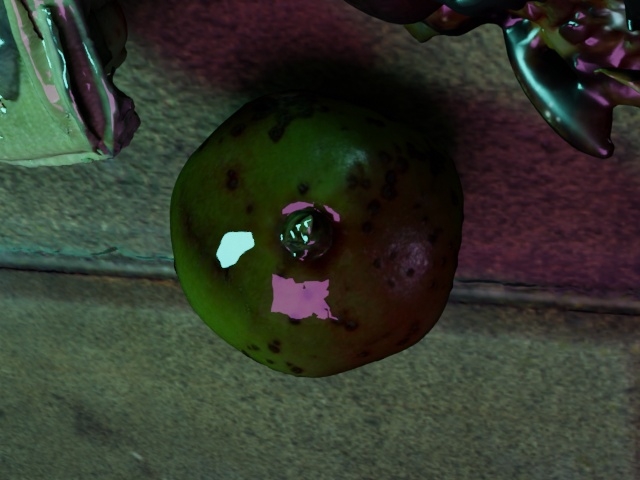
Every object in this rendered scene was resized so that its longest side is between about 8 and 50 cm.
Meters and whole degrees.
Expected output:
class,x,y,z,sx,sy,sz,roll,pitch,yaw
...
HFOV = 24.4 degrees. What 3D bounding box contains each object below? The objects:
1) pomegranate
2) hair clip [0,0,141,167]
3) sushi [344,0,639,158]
class,x,y,z,sx,sy,sz,roll,pitch,yaw
pomegranate,0.000,0.000,0.815,0.159,0.159,0.205,16,169,2
hair clip,-0.187,-0.179,0.701,0.138,0.091,0.321,-2,129,39
sushi,0.111,-0.150,0.549,0.227,0.215,0.212,8,152,-23
